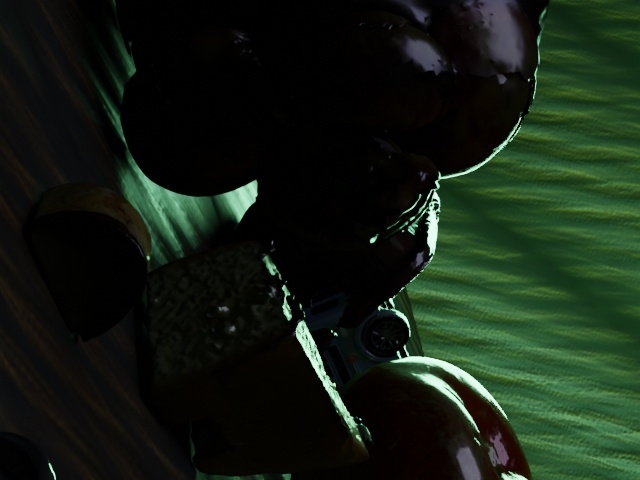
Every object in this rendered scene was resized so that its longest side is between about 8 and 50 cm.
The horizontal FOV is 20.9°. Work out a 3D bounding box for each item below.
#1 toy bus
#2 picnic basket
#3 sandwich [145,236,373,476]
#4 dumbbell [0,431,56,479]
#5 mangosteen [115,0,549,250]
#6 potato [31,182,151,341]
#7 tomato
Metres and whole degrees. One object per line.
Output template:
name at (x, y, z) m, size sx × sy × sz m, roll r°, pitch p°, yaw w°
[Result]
toy bus at (0.062, 0.167, 1.968) m, size 0.125 × 0.133 × 0.292 m, roll -103°, pitch 171°, yaw -61°
picnic basket at (0.000, 0.000, 1.732) m, size 0.129 × 0.222 × 0.297 m, roll 49°, pitch 12°, yaw -8°
sandwich at (-0.049, 0.111, 1.354) m, size 0.236 × 0.128 × 0.122 m, roll 65°, pitch 8°, yaw -51°
dumbbell at (-0.170, 0.080, 0.734) m, size 0.082 × 0.081 × 0.254 m, roll -98°, pitch 168°, yaw -47°
mangosteen at (0.000, -0.190, 1.499) m, size 0.381 × 0.380 × 0.421 m, roll 57°, pitch 43°, yaw -64°
potato at (-0.144, -0.002, 1.141) m, size 0.103 × 0.066 × 0.096 m, roll -98°, pitch 172°, yaw -58°
tomato at (0.084, 0.253, 1.635) m, size 0.270 × 0.222 × 0.270 m, roll 48°, pitch 18°, yaw -20°
